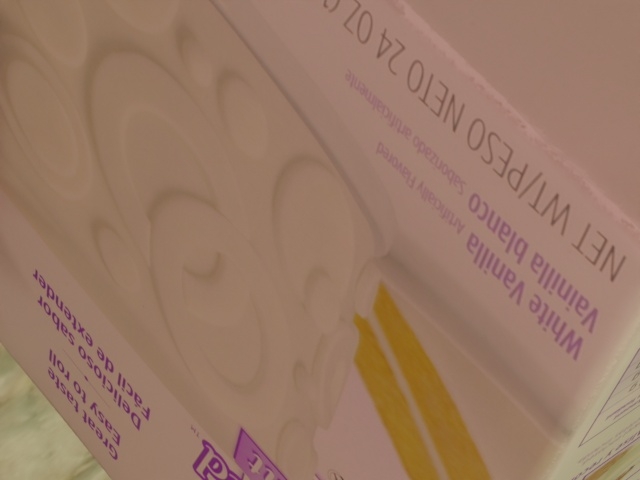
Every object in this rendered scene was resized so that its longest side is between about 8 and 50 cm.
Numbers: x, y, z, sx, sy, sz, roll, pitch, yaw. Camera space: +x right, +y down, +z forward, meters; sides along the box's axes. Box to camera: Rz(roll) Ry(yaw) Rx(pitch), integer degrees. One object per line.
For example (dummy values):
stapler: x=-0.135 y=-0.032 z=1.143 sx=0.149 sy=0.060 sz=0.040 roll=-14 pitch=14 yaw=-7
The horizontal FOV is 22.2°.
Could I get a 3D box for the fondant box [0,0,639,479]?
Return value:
fondant box: x=0.000 y=0.000 z=0.510 sx=0.096 sy=0.238 sz=0.330 roll=-31 pitch=156 yaw=-28
